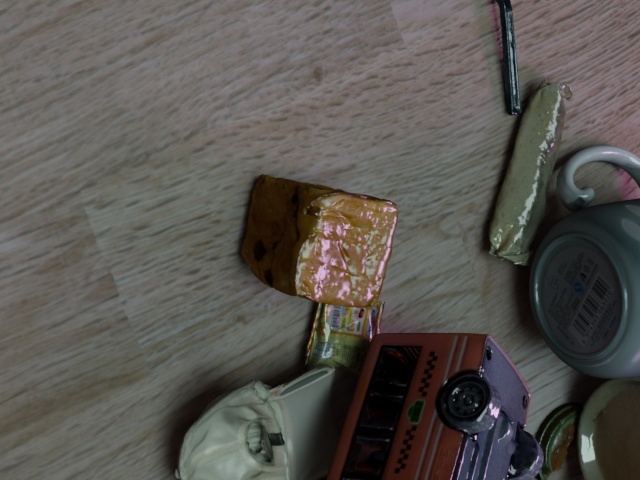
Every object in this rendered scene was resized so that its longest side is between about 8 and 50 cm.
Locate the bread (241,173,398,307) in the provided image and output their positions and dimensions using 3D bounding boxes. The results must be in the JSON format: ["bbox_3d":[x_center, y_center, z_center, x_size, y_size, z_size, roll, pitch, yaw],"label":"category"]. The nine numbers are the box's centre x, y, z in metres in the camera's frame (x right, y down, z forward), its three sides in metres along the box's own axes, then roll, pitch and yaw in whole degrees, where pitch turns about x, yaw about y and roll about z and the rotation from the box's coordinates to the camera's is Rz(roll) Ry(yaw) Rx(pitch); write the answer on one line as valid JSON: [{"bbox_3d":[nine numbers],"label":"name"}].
[{"bbox_3d":[0.000,0.000,1.564,0.158,0.149,0.143,14,92,-31],"label":"bread"}]

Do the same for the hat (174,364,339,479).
[{"bbox_3d":[-0.068,0.251,1.594,0.226,0.164,0.220,-40,126,-65],"label":"hat"}]

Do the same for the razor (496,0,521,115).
[{"bbox_3d":[0.263,-0.271,1.754,0.066,0.033,0.190,-17,104,-28],"label":"razor"}]

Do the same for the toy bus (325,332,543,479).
[{"bbox_3d":[0.119,0.334,1.561,0.203,0.233,0.427,50,51,-47],"label":"toy bus"}]

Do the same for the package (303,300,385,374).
[{"bbox_3d":[0.033,0.128,1.664,0.120,0.031,0.108,11,89,-33],"label":"package"}]

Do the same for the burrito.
[{"bbox_3d":[0.303,-0.101,1.785,0.082,0.059,0.275,15,89,-43],"label":"burrito"}]

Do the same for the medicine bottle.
[{"bbox_3d":[0.612,0.296,1.907,0.406,0.235,0.236,-4,98,-37],"label":"medicine bottle"}]

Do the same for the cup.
[{"bbox_3d":[0.447,0.021,1.790,0.274,0.259,0.357,-7,67,-34],"label":"cup"}]

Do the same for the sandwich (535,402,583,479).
[{"bbox_3d":[0.360,0.303,1.881,0.067,0.029,0.135,37,75,-27],"label":"sandwich"}]
